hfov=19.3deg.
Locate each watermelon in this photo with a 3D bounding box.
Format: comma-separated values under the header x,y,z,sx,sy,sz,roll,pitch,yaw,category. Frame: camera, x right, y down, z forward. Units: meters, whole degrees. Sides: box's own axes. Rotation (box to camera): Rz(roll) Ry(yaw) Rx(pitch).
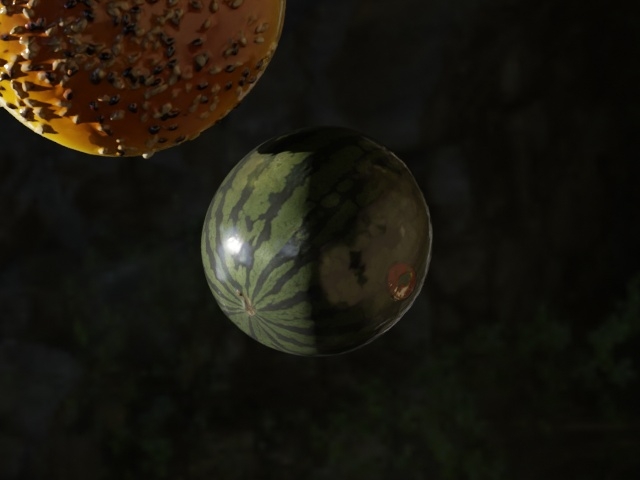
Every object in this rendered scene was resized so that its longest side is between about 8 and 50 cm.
x,y,z,sx,sy,sz,roll,pitch,yaw,category
0.000,0.000,1.689,0.212,0.212,0.212,-3,-90,-71,watermelon

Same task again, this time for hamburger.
x,y,z,sx,sy,sz,roll,pitch,yaw,category
-0.173,-0.215,1.611,0.176,0.300,0.300,-109,5,-63,hamburger
